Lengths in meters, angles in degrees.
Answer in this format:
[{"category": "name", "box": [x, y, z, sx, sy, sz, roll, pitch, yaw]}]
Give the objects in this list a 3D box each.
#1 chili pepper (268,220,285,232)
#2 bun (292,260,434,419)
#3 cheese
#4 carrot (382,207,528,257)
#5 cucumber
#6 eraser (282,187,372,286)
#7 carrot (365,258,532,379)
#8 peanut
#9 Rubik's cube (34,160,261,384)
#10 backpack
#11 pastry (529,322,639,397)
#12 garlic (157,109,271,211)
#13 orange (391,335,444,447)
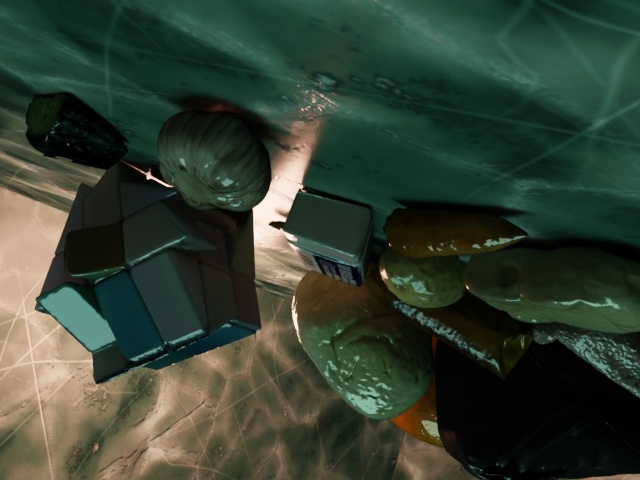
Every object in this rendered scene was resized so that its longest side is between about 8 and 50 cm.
[{"category": "chili pepper", "box": [0.000, 0.000, 1.334, 0.208, 0.043, 0.049, 24, -165, -7]}, {"category": "bun", "box": [0.110, 0.189, 1.461, 0.349, 0.227, 0.352, 42, -164, -39]}, {"category": "cheese", "box": [0.326, 0.062, 0.930, 0.159, 0.093, 0.263, 21, 169, -35]}, {"category": "carrot", "box": [0.174, -0.009, 0.884, 0.072, 0.072, 0.205, 25, 166, -37]}, {"category": "cucumber", "box": [-0.374, -0.156, 1.038, 0.115, 0.086, 0.193, 13, 176, 16]}, {"category": "eraser", "box": [0.021, 0.002, 1.156, 0.130, 0.086, 0.287, 17, 170, 9]}, {"category": "carrot", "box": [0.224, 0.127, 1.228, 0.302, 0.114, 0.114, 32, 174, 15]}, {"category": "peanut", "box": [0.162, 0.052, 1.109, 0.159, 0.109, 0.140, 20, 157, -36]}, {"category": "Rubik's cube", "box": [-0.301, 0.060, 1.305, 0.387, 0.368, 0.358, -24, 152, 20]}, {"category": "backpack", "box": [0.452, 0.298, 1.329, 0.445, 0.363, 0.255, 3, 163, -6]}, {"category": "pastry", "box": [0.499, 0.185, 1.178, 0.265, 0.112, 0.103, 26, -157, 9]}, {"category": "garlic", "box": [-0.125, -0.098, 0.832, 0.147, 0.102, 0.159, 34, 155, -10]}, {"category": "orange", "box": [0.338, 0.336, 1.732, 0.424, 0.326, 0.424, 15, -175, -1]}]
